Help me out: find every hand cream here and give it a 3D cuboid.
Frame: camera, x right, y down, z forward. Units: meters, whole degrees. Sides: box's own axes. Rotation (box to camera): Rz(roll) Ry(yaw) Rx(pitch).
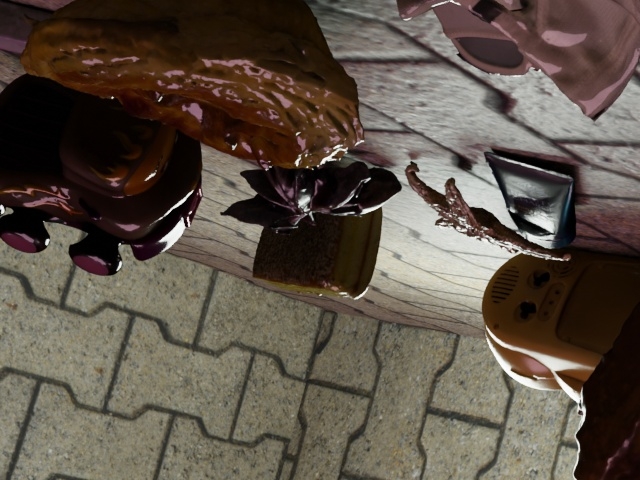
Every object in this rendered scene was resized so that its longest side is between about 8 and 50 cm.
[{"bbox_3d":[0.292,-0.058,1.886,0.120,0.061,0.270,19,167,19],"label":"hand cream"}]

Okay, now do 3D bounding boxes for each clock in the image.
[{"bbox_3d":[0.416,0.130,2.319,0.317,0.244,0.200,16,153,36],"label":"clock"}]

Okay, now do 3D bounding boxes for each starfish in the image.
[{"bbox_3d":[0.217,-0.028,1.962,0.231,0.048,0.295,37,173,-36],"label":"starfish"}]

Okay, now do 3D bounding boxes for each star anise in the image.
[{"bbox_3d":[-0.016,-0.076,2.100,0.212,0.129,0.282,13,166,-28],"label":"star anise"}]

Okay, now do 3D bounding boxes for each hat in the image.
[{"bbox_3d":[0.127,-0.204,1.072,0.219,0.164,0.226,22,-151,-41],"label":"hat"}]

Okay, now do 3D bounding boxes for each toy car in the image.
[{"bbox_3d":[-0.330,-0.124,1.960,0.340,0.271,0.240,14,154,10],"label":"toy car"}]

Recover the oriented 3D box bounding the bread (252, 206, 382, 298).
[{"bbox_3d":[0.000,0.000,2.347,0.110,0.184,0.234,16,175,-34],"label":"bread"}]

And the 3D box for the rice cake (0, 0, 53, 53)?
[{"bbox_3d":[-0.378,-0.259,1.723,0.364,0.056,0.073,14,170,8],"label":"rice cake"}]

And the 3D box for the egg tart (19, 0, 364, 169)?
[{"bbox_3d":[-0.129,-0.182,1.412,0.339,0.153,0.351,17,172,-11],"label":"egg tart"}]

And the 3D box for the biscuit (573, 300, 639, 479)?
[{"bbox_3d":[0.581,0.219,2.097,0.342,0.395,0.166,13,-150,-30],"label":"biscuit"}]
